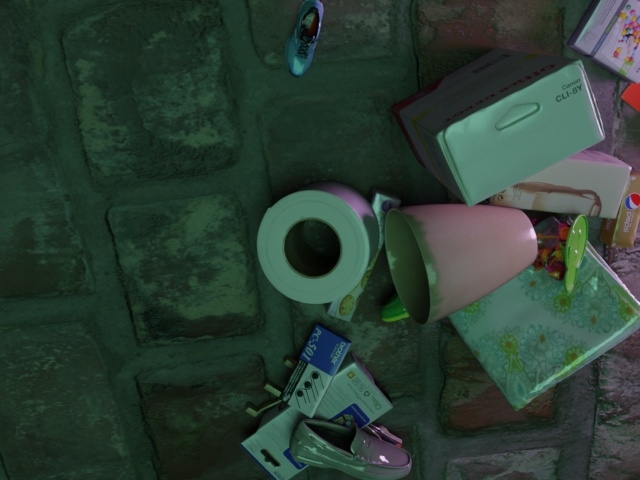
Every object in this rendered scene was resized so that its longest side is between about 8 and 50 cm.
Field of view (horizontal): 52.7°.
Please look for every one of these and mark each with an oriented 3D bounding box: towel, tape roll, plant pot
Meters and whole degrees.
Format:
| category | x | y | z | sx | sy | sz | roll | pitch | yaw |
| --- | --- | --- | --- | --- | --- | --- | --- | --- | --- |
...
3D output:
| category | x | y | z | sx | sy | sz | roll | pitch | yaw |
| --- | --- | --- | --- | --- | --- | --- | --- | --- | --- |
| towel | 0.510 | 0.159 | 1.508 | 0.374 | 0.090 | 0.321 | -36 | 66 | 7 |
| tape roll | 0.000 | 0.000 | 1.415 | 0.246 | 0.169 | 0.246 | 3 | 103 | 12 |
| plant pot | 0.308 | 0.024 | 1.382 | 0.273 | 0.256 | 0.257 | -14 | 110 | -11 |

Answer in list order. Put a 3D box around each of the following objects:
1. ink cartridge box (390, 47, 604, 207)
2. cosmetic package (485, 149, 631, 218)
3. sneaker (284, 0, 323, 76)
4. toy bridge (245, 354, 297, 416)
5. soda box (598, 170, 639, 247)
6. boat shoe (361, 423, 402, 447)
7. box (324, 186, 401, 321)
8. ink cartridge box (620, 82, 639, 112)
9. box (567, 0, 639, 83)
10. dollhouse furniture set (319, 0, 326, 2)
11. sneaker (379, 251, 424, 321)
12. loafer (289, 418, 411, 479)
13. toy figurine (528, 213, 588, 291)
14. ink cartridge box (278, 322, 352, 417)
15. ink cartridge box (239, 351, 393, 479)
| category | x | y | z | sx | sy | sz | roll | pitch | yaw |
| --- | --- | --- | --- | --- | --- | --- | --- | --- | --- |
| ink cartridge box | 0.330 | -0.240 | 1.288 | 0.279 | 0.385 | 0.160 | -27 | 109 | 4 |
| cosmetic package | 0.516 | -0.143 | 1.467 | 0.296 | 0.153 | 0.129 | 6 | 110 | -6 |
| sneaker | -0.037 | -0.420 | 1.350 | 0.063 | 0.073 | 0.162 | 11 | 118 | -9 |
| toy bridge | -0.116 | 0.380 | 1.645 | 0.063 | 0.026 | 0.188 | 34 | 102 | -17 |
| soda box | 0.730 | -0.075 | 1.557 | 0.058 | 0.061 | 0.182 | 2 | 109 | -7 |
| boat shoe | 0.162 | 0.515 | 1.712 | 0.137 | 0.049 | 0.043 | 40 | 58 | -14 |
| box | 0.096 | 0.035 | 1.529 | 0.067 | 0.063 | 0.324 | 19 | 106 | -11 |
| ink cartridge box | 0.843 | -0.337 | 1.485 | 0.232 | 0.066 | 0.189 | 30 | 104 | -19 |
| box | 0.666 | -0.456 | 1.434 | 0.186 | 0.038 | 0.145 | 25 | 105 | -15 |
| dollhouse furniture set | 0.030 | -0.574 | 1.315 | 0.144 | 0.123 | 0.151 | 33 | 79 | -15 |
| sneaker | 0.241 | 0.075 | 1.550 | 0.123 | 0.109 | 0.295 | 43 | 99 | 1 |
| loafer | 0.083 | 0.516 | 1.605 | 0.319 | 0.112 | 0.112 | 14 | 117 | -12 |
| toy figurine | 0.501 | 0.016 | 1.464 | 0.130 | 0.159 | 0.173 | -4 | 103 | -51 |
| ink cartridge box | -0.013 | 0.318 | 1.584 | 0.097 | 0.046 | 0.207 | 28 | 91 | 11 |
| ink cartridge box | -0.013 | 0.462 | 1.664 | 0.371 | 0.069 | 0.176 | -37 | 109 | 5 |
